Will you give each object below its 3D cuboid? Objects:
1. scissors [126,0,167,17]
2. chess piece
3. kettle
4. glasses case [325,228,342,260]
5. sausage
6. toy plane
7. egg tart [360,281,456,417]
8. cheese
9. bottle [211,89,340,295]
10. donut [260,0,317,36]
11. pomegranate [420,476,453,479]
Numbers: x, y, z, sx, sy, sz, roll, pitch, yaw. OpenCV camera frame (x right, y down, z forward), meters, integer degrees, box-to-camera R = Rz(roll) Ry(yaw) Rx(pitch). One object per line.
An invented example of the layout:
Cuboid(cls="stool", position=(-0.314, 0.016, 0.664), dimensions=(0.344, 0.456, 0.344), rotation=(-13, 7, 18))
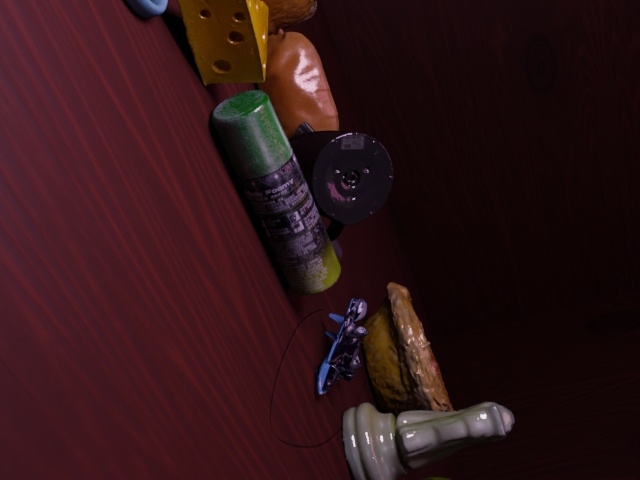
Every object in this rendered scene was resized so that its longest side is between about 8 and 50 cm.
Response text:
Cuboid(cls="scissors", position=(-0.197, -0.370, 1.005), dimensions=(0.447, 0.029, 0.192), rotation=(-25, 101, -79))
Cuboid(cls="chess piece", position=(0.200, 0.351, 1.305), dimensions=(0.176, 0.298, 0.175), rotation=(-17, 90, -77))
Cuboid(cls="kettle", position=(0.008, -0.098, 1.248), dimensions=(0.232, 0.144, 0.201), rotation=(-153, -122, -64))
Cuboid(cls="glasses case", position=(0.000, 0.000, 1.470), dimensions=(0.190, 0.042, 0.071), rotation=(37, 31, -73))
Cuboid(cls="sausage", position=(-0.049, -0.276, 1.368), dimensions=(0.120, 0.136, 0.241), rotation=(-55, 125, -74))
Cuboid(cls="toy plane", position=(0.038, 0.201, 1.268), dimensions=(0.246, 0.078, 0.169), rotation=(-72, 173, -66))
Cuboid(cls="egg tart", position=(0.202, 0.293, 1.749), dimensions=(0.388, 0.169, 0.387), rotation=(-18, 90, -82))
Cuboid(cls="cheese", position=(-0.130, -0.301, 0.967), dimensions=(0.171, 0.093, 0.126), rotation=(63, 27, -73))
Cuboid(cls="bottle", position=(-0.061, -0.064, 1.099), dimensions=(0.093, 0.093, 0.330), rotation=(-90, 162, -54))
Cuboid(cls="donut", position=(-0.106, -0.558, 1.416), dimensions=(0.299, 0.150, 0.317), rotation=(27, 49, -79))
Cuboid(cls="pomegranate", position=(0.198, 0.534, 1.235), dimensions=(0.270, 0.255, 0.254), rotation=(82, -5, -79))
